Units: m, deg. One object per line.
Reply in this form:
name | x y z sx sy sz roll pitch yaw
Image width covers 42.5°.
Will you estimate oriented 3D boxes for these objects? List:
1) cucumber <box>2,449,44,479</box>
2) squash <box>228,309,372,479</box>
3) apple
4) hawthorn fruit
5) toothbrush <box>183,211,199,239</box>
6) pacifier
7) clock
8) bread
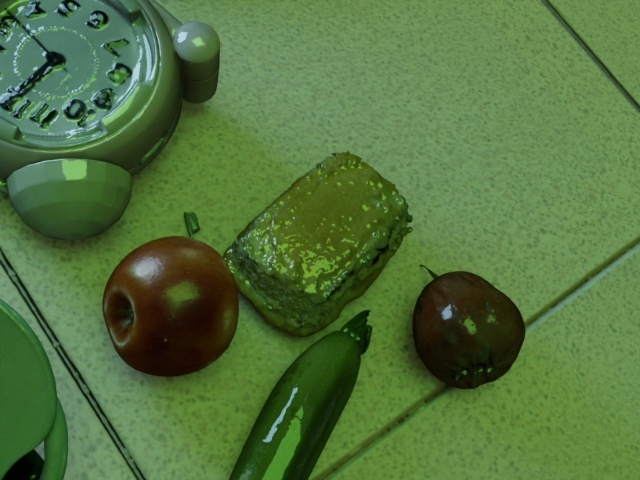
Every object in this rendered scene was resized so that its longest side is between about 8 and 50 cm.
cucumber | -0.374 0.201 0.907 0.056 0.056 0.284 -38 75 -27
squash | -0.024 0.208 0.980 0.095 0.094 0.340 31 62 0
apple | -0.176 0.078 0.961 0.139 0.163 0.163 -8 68 -31
hawthorn fruit | 0.185 0.095 1.061 0.149 0.149 0.189 -3 71 -17
toothbrush | -0.148 0.049 1.063 0.017 0.014 0.194 -9 68 -20
pacifier | -0.390 0.211 0.758 0.288 0.269 0.343 26 101 -10
clock | -0.332 -0.196 1.039 0.342 0.184 0.325 34 65 8
bread | 0.000 0.000 1.068 0.174 0.121 0.245 38 65 13
